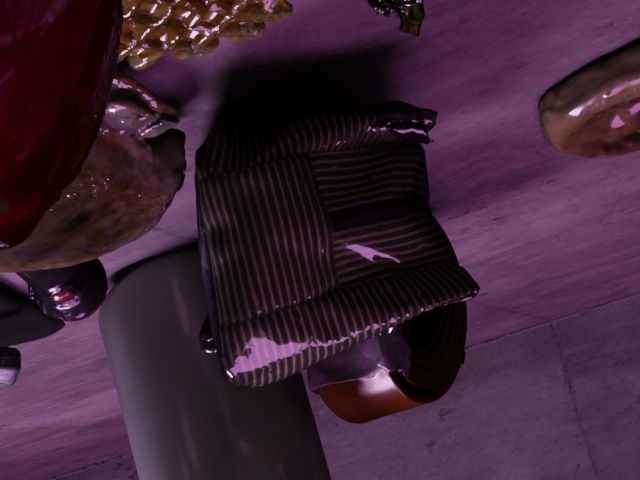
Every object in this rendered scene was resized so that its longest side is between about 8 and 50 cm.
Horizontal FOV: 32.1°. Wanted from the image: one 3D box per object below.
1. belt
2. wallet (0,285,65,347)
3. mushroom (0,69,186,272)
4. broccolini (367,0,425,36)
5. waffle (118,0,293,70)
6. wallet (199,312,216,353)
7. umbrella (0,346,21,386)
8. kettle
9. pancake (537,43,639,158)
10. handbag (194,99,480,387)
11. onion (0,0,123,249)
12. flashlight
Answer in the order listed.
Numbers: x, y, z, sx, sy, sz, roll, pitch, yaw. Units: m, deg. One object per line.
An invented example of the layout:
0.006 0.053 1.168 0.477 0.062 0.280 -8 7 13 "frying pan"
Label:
0.087 0.088 1.415 0.122 0.217 0.339 -23 -157 29 "belt"
-0.445 0.105 1.460 0.146 0.030 0.285 -16 165 2 "wallet"
-0.233 -0.057 0.867 0.247 0.130 0.344 -13 166 12 "mushroom"
0.054 -0.176 0.829 0.058 0.074 0.201 -32 167 0 "broccolini"
-0.094 -0.171 0.755 0.169 0.036 0.183 -17 166 4 "waffle"
-0.047 0.038 1.326 0.181 0.049 0.229 -19 -155 16 "wallet"
-0.525 0.147 1.315 0.348 0.094 0.143 10 134 -33 "umbrella"
-0.143 0.263 1.447 0.250 0.377 0.361 -1 138 -24 "kettle"
0.378 -0.163 1.208 0.294 0.050 0.294 -13 164 -4 "pancake"
0.000 0.000 1.060 0.240 0.247 0.341 -10 177 -5 "handbag"
-0.266 -0.021 0.409 0.398 0.420 0.398 -4 162 -1 "onion"
-0.294 0.026 1.203 0.093 0.093 0.232 -14 165 -3 "flashlight"
